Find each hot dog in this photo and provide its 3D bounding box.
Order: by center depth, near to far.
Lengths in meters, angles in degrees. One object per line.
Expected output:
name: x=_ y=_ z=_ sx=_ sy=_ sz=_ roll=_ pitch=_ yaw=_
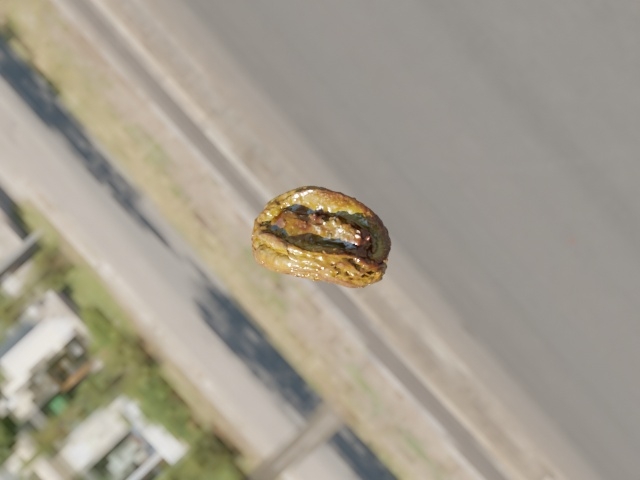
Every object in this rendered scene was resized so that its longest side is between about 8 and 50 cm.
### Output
hot dog: x=0.000 y=0.000 z=1.126 sx=0.083 sy=0.058 sz=0.035 roll=13 pitch=147 yaw=8
